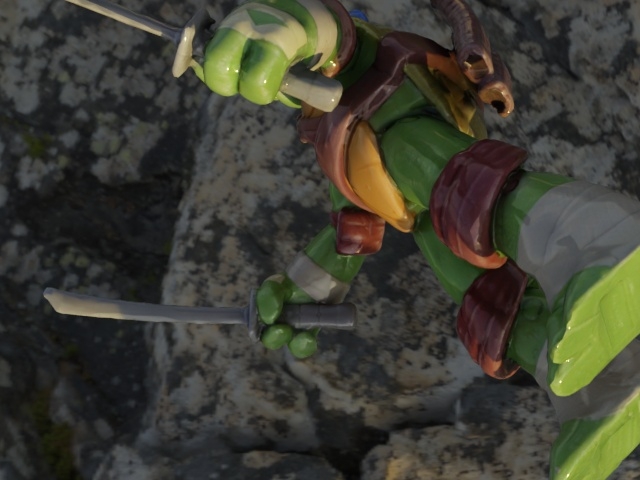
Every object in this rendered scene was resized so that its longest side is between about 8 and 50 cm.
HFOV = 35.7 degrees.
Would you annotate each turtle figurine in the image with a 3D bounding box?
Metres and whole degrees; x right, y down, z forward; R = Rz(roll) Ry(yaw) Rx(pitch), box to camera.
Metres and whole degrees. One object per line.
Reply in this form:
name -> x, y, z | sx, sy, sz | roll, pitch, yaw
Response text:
turtle figurine -> 0.000, 0.000, 0.420 | 0.266, 0.274, 0.198 | 40, 127, 37
